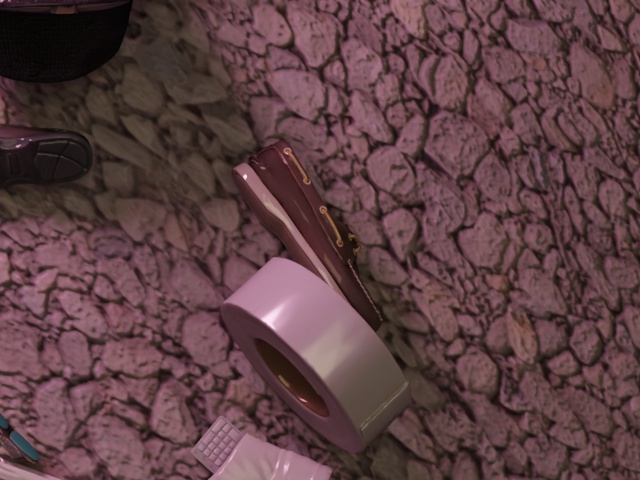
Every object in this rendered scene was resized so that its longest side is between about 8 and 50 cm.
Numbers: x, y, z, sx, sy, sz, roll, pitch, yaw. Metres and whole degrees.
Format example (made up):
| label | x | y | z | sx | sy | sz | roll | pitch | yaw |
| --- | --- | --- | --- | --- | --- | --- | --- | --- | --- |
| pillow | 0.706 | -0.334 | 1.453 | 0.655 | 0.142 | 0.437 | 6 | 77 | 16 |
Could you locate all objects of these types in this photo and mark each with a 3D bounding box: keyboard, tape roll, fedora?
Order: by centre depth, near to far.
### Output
| label | x | y | z | sx | sy | sz | roll | pitch | yaw |
| --- | --- | --- | --- | --- | --- | --- | --- | --- | --- |
| tape roll | -0.007 | 0.161 | 1.740 | 0.100 | 0.286 | 0.286 | -42 | 94 | -18 |
| fedora | -0.386 | -0.315 | 1.759 | 0.334 | 0.334 | 0.153 | -1 | 117 | -16 |
| keyboard | -0.074 | 0.366 | 1.830 | 0.256 | 0.014 | 0.072 | 43 | 73 | -6 |

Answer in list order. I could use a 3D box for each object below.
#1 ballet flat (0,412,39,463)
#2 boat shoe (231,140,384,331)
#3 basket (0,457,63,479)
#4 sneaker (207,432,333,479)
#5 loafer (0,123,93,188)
| label | x | y | z | sx | sy | sz | roll | pitch | yaw |
| --- | --- | --- | --- | --- | --- | --- | --- | --- | --- |
| ballet flat | -0.438 | 0.271 | 1.734 | 0.041 | 0.041 | 0.114 | -42 | 94 | -18 |
| boat shoe | 0.000 | 0.000 | 1.859 | 0.096 | 0.116 | 0.324 | -36 | 86 | -15 |
| basket | -0.380 | 0.368 | 1.692 | 0.167 | 0.113 | 0.103 | 22 | 78 | -10 |
| sneaker | -0.119 | 0.419 | 1.767 | 0.169 | 0.108 | 0.293 | 26 | 84 | 2 |
| loafer | -0.459 | -0.123 | 1.777 | 0.267 | 0.084 | 0.096 | 1 | 112 | -12 |
